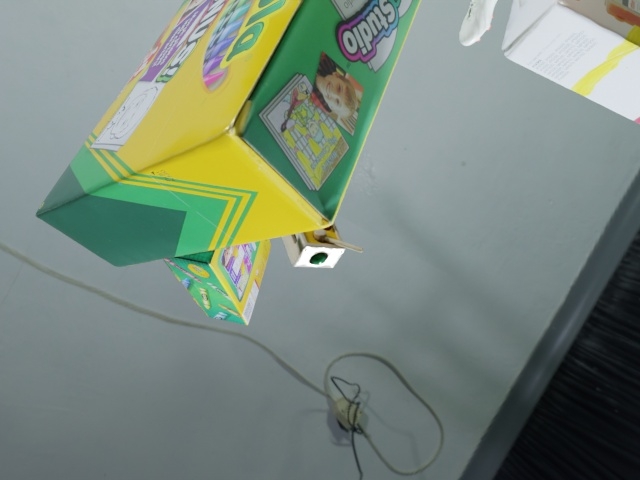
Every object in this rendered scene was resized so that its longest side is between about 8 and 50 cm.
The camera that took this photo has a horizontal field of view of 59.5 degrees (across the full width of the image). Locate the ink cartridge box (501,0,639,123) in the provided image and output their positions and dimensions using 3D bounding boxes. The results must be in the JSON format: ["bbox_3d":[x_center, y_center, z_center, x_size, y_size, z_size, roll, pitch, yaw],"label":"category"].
[{"bbox_3d":[0.569,-0.410,1.049,0.384,0.160,0.279,22,68,-8],"label":"ink cartridge box"}]

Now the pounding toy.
[{"bbox_3d":[0.000,0.000,1.276,0.130,0.141,0.100,3,136,-32],"label":"pounding toy"}]

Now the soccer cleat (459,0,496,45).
[{"bbox_3d":[0.345,-0.511,1.183,0.076,0.068,0.196,9,124,-38],"label":"soccer cleat"}]

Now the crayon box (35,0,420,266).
[{"bbox_3d":[-0.070,-0.163,0.515,0.106,0.313,0.363,40,57,-32],"label":"crayon box"}]

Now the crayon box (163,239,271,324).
[{"bbox_3d":[-0.158,0.014,0.920,0.081,0.278,0.166,10,65,10],"label":"crayon box"}]
